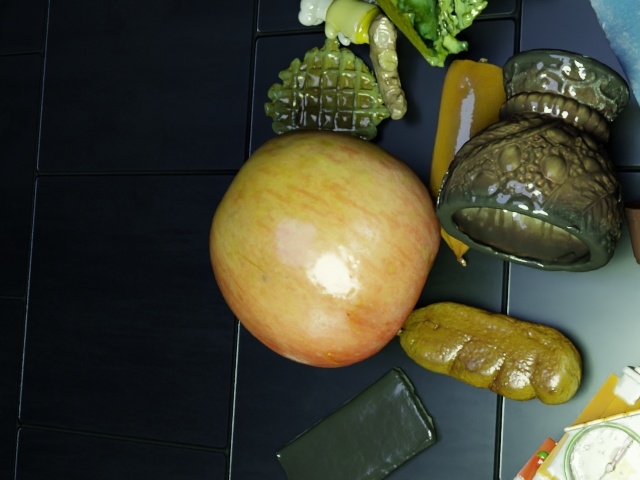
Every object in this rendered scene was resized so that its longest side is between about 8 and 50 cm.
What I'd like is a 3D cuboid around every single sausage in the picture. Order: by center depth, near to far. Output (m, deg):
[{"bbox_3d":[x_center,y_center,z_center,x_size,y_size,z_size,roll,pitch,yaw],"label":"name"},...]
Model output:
[{"bbox_3d":[0.231,-0.124,1.867,0.112,0.112,0.328,9,92,29],"label":"sausage"}]

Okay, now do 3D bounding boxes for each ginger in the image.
[{"bbox_3d":[0.112,-0.287,1.950,0.051,0.069,0.173,-17,97,-12],"label":"ginger"}]

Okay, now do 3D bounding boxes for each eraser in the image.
[{"bbox_3d":[0.498,-0.326,1.758,0.144,0.043,0.311,-28,68,25],"label":"eraser"}]

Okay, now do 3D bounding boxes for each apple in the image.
[{"bbox_3d":[0.000,0.000,1.822,0.364,0.364,0.363,-3,84,29],"label":"apple"}]

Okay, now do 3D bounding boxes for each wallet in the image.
[{"bbox_3d":[0.056,0.342,1.960,0.285,0.030,0.146,-39,65,21],"label":"wallet"}]

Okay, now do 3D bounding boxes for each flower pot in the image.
[{"bbox_3d":[0.493,-0.009,1.718,0.111,0.111,0.089,2,101,29],"label":"flower pot"},{"bbox_3d":[0.327,-0.120,1.724,0.267,0.266,0.267,11,72,29],"label":"flower pot"}]

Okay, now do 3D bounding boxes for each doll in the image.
[{"bbox_3d":[0.036,-0.387,2.016,0.162,0.062,0.106,29,70,26],"label":"doll"}]

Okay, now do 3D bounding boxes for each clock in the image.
[{"bbox_3d":[0.421,0.342,1.682,0.235,0.166,0.309,35,101,27],"label":"clock"}]

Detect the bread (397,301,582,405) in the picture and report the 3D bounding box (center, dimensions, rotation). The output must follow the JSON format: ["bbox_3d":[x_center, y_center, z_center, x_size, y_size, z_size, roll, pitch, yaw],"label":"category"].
[{"bbox_3d":[0.245,0.172,1.843,0.344,0.084,0.124,13,69,29],"label":"bread"}]

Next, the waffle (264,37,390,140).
[{"bbox_3d":[0.008,-0.225,2.021,0.208,0.054,0.214,-44,71,17],"label":"waffle"}]

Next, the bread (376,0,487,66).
[{"bbox_3d":[0.129,-0.489,1.880,0.208,0.251,0.376,-38,68,-3],"label":"bread"}]
